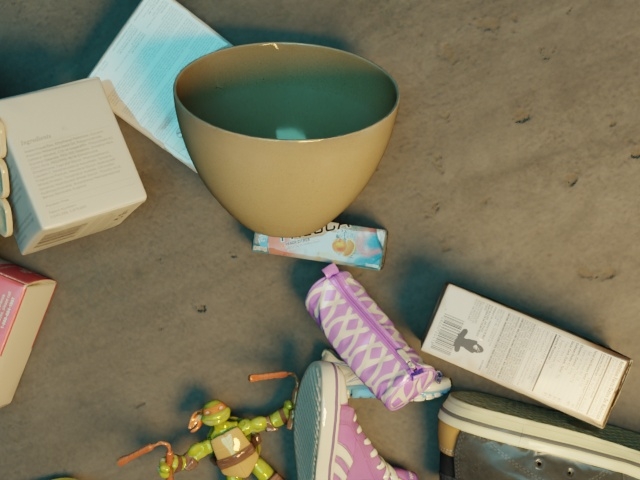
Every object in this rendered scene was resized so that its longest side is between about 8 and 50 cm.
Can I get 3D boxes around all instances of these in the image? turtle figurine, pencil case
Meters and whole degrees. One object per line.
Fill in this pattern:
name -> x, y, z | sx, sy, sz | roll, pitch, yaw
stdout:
turtle figurine -> -0.126, 0.310, 1.318 | 0.270, 0.087, 0.217 | -25, 97, -9
pencil case -> 0.064, 0.130, 1.254 | 0.086, 0.088, 0.206 | -33, 61, -20

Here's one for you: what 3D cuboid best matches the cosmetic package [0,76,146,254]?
cosmetic package -> -0.355, -0.100, 1.288 | 0.151, 0.151, 0.183 | -20, 87, -31

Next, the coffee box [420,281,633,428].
coffee box -> 0.263, 0.145, 1.244 | 0.247, 0.141, 0.098 | 23, 92, 6

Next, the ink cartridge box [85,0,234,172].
ink cartridge box -> -0.199, -0.223, 1.355 | 0.225, 0.056, 0.181 | 36, 95, -11

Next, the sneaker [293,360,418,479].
sneaker -> 0.052, 0.289, 1.278 | 0.161, 0.102, 0.282 | -6, 105, -19

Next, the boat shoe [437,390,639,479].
boat shoe -> 0.385, 0.330, 1.210 | 0.500, 0.187, 0.156 | 14, 92, 13

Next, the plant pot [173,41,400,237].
plant pot -> -0.047, -0.116, 1.240 | 0.284, 0.284, 0.190 | 9, 125, 7

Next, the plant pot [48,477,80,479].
plant pot -> -0.375, 0.418, 1.343 | 0.134, 0.134, 0.095 | -14, 116, 7

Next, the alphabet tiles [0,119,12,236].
alphabet tiles -> -0.500, -0.125, 1.295 | 0.278, 0.021, 0.284 | 30, 127, 39

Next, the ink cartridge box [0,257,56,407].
ink cartridge box -> -0.558, 0.099, 1.358 | 0.283, 0.117, 0.207 | 22, 93, 6

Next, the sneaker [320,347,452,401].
sneaker -> 0.086, 0.179, 1.303 | 0.191, 0.071, 0.082 | 1, 85, 7

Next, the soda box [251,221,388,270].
soda box -> 0.000, 0.000, 1.314 | 0.183, 0.063, 0.058 | 8, 91, 7
